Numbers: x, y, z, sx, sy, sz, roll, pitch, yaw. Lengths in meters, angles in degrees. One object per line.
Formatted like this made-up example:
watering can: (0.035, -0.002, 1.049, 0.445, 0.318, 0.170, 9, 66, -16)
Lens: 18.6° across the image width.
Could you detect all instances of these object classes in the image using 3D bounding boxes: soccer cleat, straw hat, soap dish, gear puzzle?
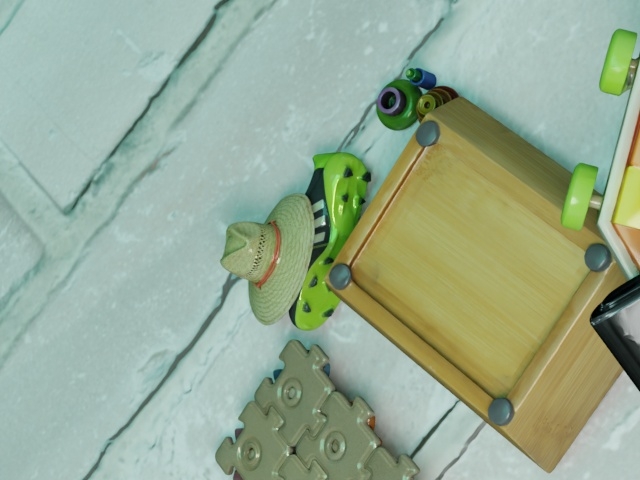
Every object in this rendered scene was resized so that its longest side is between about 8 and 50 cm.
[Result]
soccer cleat: (0.000, 0.000, 1.910, 0.072, 0.060, 0.179, 12, 86, 52)
straw hat: (-0.066, 0.011, 1.903, 0.144, 0.061, 0.144, -45, 36, 47)
soap dish: (0.155, 0.032, 1.758, 0.291, 0.118, 0.229, 39, 103, 31)
gear puzzle: (0.034, 0.251, 1.823, 0.339, 0.044, 0.175, 49, 116, 38)

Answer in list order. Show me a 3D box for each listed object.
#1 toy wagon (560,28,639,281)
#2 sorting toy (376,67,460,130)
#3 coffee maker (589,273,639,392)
toy wagon: (0.359, -0.098, 1.605, 0.267, 0.068, 0.344, 15, 89, 5)
sorting toy: (0.089, -0.136, 1.880, 0.102, 0.042, 0.061, 10, 87, 35)
coffee maker: (0.285, 0.111, 1.514, 0.171, 0.120, 0.178, -34, 89, -8)
